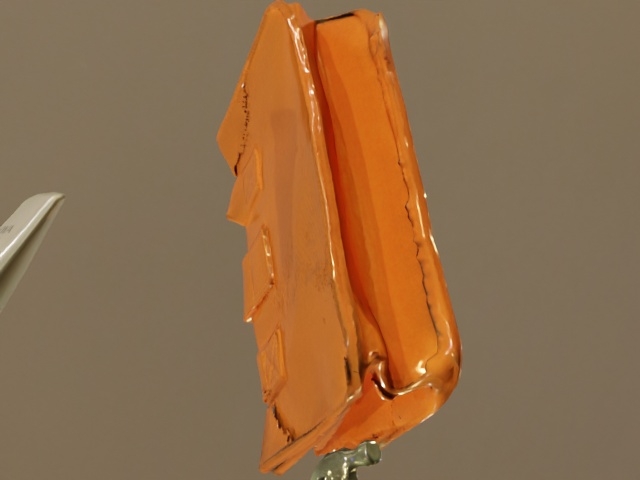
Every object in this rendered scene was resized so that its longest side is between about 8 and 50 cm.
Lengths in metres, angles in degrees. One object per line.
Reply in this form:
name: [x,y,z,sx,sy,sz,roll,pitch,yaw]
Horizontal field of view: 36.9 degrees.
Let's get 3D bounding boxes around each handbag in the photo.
handbag: [0.000,0.000,0.945,0.116,0.303,0.410,0,-116,-20]

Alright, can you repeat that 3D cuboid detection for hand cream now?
hand cream: [-0.285,0.060,0.757,0.048,0.079,0.255,46,-122,-31]

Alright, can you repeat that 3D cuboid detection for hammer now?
hammer: [0.034,0.228,0.634,0.017,0.062,0.182,3,-113,-56]
